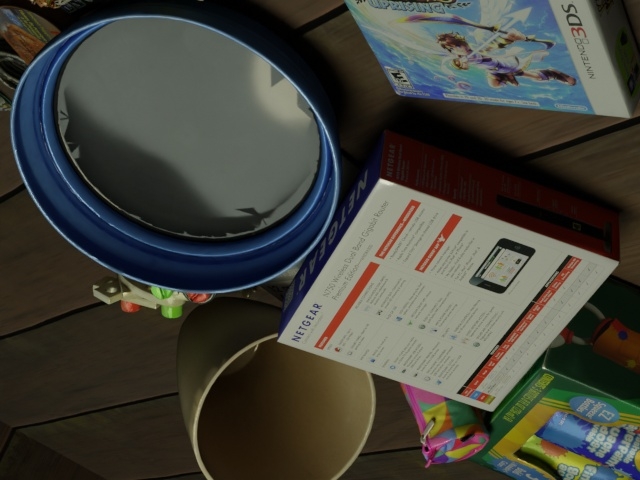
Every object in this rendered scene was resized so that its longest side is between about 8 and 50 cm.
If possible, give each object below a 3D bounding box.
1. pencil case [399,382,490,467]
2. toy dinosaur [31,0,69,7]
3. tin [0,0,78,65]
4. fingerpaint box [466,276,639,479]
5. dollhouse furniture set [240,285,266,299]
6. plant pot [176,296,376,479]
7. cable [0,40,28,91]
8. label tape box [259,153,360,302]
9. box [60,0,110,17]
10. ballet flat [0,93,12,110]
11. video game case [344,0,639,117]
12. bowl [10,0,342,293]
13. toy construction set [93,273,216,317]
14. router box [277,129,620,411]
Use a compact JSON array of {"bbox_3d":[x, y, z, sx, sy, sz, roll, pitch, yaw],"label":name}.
[{"bbox_3d":[0.156,0.193,2.200,0.104,0.236,0.104,-14,154,-7],"label":"pencil case"},{"bbox_3d":[-0.223,-0.364,1.490,0.218,0.322,0.164,34,-161,-11],"label":"toy dinosaur"},{"bbox_3d":[-0.327,-0.240,1.966,0.106,0.040,0.189,12,154,33],"label":"tin"},{"bbox_3d":[0.427,0.247,2.156,0.371,0.163,0.445,23,156,0],"label":"fingerpaint box"},{"bbox_3d":[-0.113,0.118,2.378,0.123,0.151,0.144,23,158,0],"label":"dollhouse furniture set"},{"bbox_3d":[-0.094,0.186,2.196,0.256,0.256,0.274,38,-177,-30],"label":"plant pot"},{"bbox_3d":[-0.315,-0.152,2.094,0.139,0.072,0.287,-5,144,38],"label":"cable"},{"bbox_3d":[0.000,0.000,2.084,0.348,0.115,0.249,36,153,-30],"label":"label tape box"},{"bbox_3d":[-0.296,-0.328,1.728,0.191,0.045,0.184,37,160,-25],"label":"box"},{"bbox_3d":[-0.470,-0.200,2.168,0.041,0.041,0.114,-2,146,43],"label":"ballet flat"},{"bbox_3d":[0.158,-0.222,1.551,0.270,0.061,0.244,8,151,30],"label":"video game case"},{"bbox_3d":[-0.164,-0.111,1.861,0.391,0.077,0.391,7,128,9],"label":"bowl"},{"bbox_3d":[-0.231,-0.018,2.073,0.215,0.151,0.327,5,131,7],"label":"toy construction set"},{"bbox_3d":[0.147,0.047,1.911,0.301,0.082,0.335,19,137,-12],"label":"router box"}]
